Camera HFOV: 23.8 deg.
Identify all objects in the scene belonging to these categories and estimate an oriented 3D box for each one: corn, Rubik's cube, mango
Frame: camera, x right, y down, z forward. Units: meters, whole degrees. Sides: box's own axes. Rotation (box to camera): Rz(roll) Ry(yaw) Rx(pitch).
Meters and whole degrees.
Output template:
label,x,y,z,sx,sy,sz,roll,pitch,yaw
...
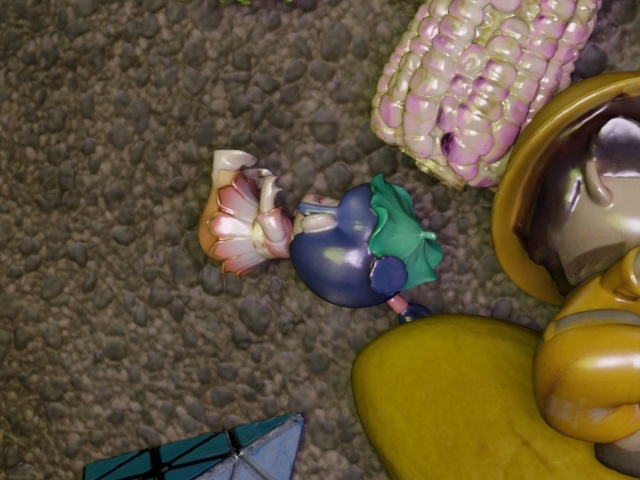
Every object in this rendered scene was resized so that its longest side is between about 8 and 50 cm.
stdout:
label,x,y,z,sx,sy,sz,roll,pitch,yaw
corn,0.151,-0.191,1.051,0.126,0.126,0.335,31,102,23
Rubik's cube,-0.115,0.246,1.144,0.211,0.178,0.190,-22,83,25
mango,0.155,0.181,1.030,0.195,0.142,0.332,-34,68,17

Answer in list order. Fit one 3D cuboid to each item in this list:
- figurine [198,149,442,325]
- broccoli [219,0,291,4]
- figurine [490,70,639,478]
label,x,y,z,sx,sy,sz,roll,pitch,yaw
figurine,0.000,0.000,1.141,0.195,0.111,0.102,9,76,29
broccoli,-0.084,-0.309,1.135,0.273,0.180,0.242,24,100,25
figurine,0.190,0.005,0.966,0.167,0.192,0.257,10,49,11
